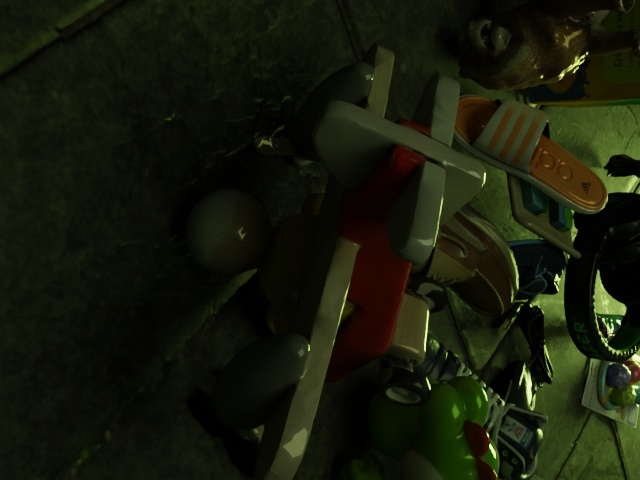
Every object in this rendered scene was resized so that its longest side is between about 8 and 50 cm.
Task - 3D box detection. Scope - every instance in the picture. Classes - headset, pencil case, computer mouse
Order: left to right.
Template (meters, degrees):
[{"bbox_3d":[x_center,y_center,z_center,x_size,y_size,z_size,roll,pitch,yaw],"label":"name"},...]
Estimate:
[{"bbox_3d":[0.296,0.212,1.438,0.262,0.060,0.184,-40,123,-41],"label":"computer mouse"},{"bbox_3d":[0.506,0.161,1.667,0.152,0.070,0.064,6,106,-45],"label":"pencil case"},{"bbox_3d":[0.491,0.011,1.576,0.243,0.185,0.394,50,62,-37],"label":"headset"}]

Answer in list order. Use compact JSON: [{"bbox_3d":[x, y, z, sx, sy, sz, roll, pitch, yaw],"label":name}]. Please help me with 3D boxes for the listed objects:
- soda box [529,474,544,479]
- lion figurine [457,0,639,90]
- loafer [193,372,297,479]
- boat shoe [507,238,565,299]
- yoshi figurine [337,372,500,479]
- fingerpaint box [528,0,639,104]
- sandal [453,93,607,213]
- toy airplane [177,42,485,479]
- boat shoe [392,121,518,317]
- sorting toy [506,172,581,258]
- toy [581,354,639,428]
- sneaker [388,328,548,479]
[{"bbox_3d":[0.272,0.468,1.333,0.098,0.091,0.286,-29,137,-45],"label":"soda box"},{"bbox_3d":[0.361,-0.357,1.283,0.392,0.240,0.142,-53,124,-18],"label":"lion figurine"},{"bbox_3d":[-0.066,0.206,1.008,0.061,0.062,0.170,-58,134,-35],"label":"loafer"},{"bbox_3d":[0.303,0.046,1.392,0.258,0.109,0.089,2,81,-48],"label":"boat shoe"},{"bbox_3d":[0.128,0.313,1.169,0.203,0.203,0.362,-40,137,-61],"label":"yoshi figurine"},{"bbox_3d":[0.511,-0.426,1.395,0.163,0.371,0.444,-4,95,-48],"label":"fingerpaint box"},{"bbox_3d":[0.300,-0.134,1.305,0.265,0.076,0.102,29,59,-7],"label":"sandal"},{"bbox_3d":[0.000,0.000,0.906,0.386,0.272,0.384,-54,155,-77],"label":"toy airplane"},{"bbox_3d":[0.133,-0.003,1.194,0.324,0.122,0.120,49,62,-31],"label":"boat shoe"},{"bbox_3d":[0.326,-0.090,1.402,0.193,0.038,0.208,24,51,-48],"label":"sorting toy"},{"bbox_3d":[0.571,0.267,1.773,0.237,0.056,0.137,28,71,-47],"label":"toy"},{"bbox_3d":[0.202,0.216,1.253,0.099,0.153,0.282,-53,130,-34],"label":"sneaker"}]
